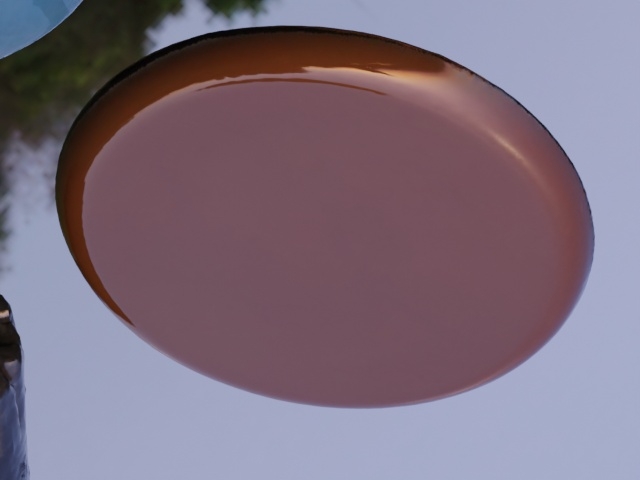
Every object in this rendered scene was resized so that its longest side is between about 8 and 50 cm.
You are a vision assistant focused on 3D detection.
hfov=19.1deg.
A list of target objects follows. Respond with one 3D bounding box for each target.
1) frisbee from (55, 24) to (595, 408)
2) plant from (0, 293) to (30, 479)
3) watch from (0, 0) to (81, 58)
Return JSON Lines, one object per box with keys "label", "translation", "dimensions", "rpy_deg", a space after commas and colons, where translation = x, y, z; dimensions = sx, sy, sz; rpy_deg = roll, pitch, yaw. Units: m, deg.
{"label": "frisbee", "translation": [0.000, 0.000, 0.876], "dimensions": [0.251, 0.251, 0.021], "rpy_deg": [-36, -148, 39]}
{"label": "plant", "translation": [-0.226, 0.125, 0.972], "dimensions": [0.256, 0.164, 0.142], "rpy_deg": [-63, -141, 45]}
{"label": "watch", "translation": [-0.191, -0.155, 0.785], "dimensions": [0.211, 0.193, 0.211], "rpy_deg": [-38, 151, -25]}
